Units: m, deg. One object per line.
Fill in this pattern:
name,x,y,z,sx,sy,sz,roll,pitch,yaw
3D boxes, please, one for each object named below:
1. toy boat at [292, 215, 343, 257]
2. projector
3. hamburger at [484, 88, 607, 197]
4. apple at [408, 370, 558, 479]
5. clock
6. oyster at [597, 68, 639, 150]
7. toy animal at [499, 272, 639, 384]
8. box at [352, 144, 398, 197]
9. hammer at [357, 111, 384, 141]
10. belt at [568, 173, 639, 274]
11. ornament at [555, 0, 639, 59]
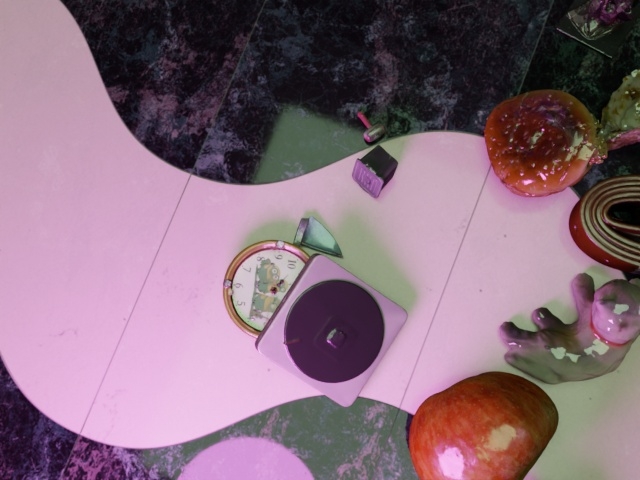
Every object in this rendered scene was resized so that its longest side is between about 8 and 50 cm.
toy boat,0.001,0.000,1.812,0.122,0.034,0.096,18,82,-1
projector,0.024,0.198,1.721,0.259,0.079,0.257,35,85,-14
hamburger,0.500,-0.212,1.720,0.286,0.146,0.243,32,94,32
apple,0.326,0.397,1.595,0.309,0.277,0.250,-42,63,-18
clock,-0.109,0.116,1.783,0.237,0.057,0.237,0,84,1
oyster,0.776,-0.298,1.769,0.396,0.111,0.204,-11,63,4
toy animal,0.557,0.190,1.660,0.307,0.188,0.266,11,90,3
box,0.127,-0.162,1.783,0.084,0.122,0.069,43,74,9
hammer,0.115,-0.277,1.848,0.052,0.031,0.083,-32,69,-4
belt,0.733,-0.026,1.704,0.338,0.122,0.217,14,81,7
ornament,0.667,-0.553,1.761,0.153,0.196,0.166,32,83,8
